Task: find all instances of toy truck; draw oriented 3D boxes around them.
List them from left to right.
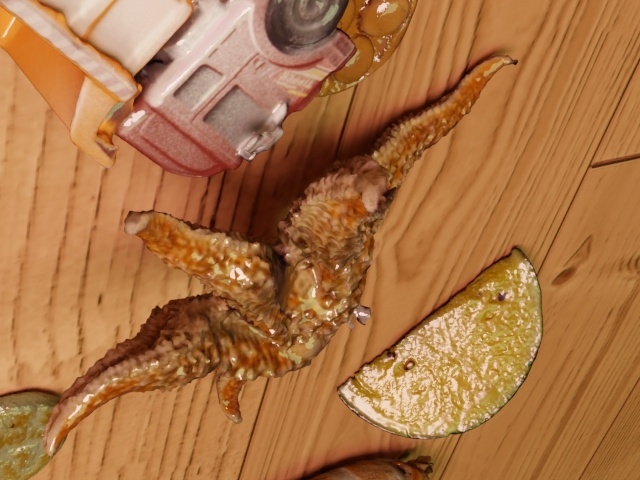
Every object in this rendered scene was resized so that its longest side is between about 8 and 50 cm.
[{"bbox_3d":[-0.098,-0.123,0.443,0.135,0.114,0.270,-46,144,4],"label":"toy truck"}]

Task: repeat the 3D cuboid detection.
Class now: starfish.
[{"bbox_3d":[-0.008,0.009,0.617,0.301,0.084,0.293,-45,168,13],"label":"starfish"}]

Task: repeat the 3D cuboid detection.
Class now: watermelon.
[{"bbox_3d":[0.112,0.102,0.908,0.181,0.075,0.092,-37,141,0],"label":"watermelon"}]

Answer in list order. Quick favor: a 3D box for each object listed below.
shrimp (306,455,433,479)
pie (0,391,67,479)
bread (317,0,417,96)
[{"bbox_3d":[-0.032,0.282,0.988,0.287,0.068,0.185,-46,142,13],"label":"shrimp"},{"bbox_3d":[-0.193,0.124,0.715,0.085,0.017,0.085,-23,140,-20],"label":"pie"},{"bbox_3d":[0.005,-0.119,0.613,0.110,0.024,0.110,-22,141,-20],"label":"bread"}]
